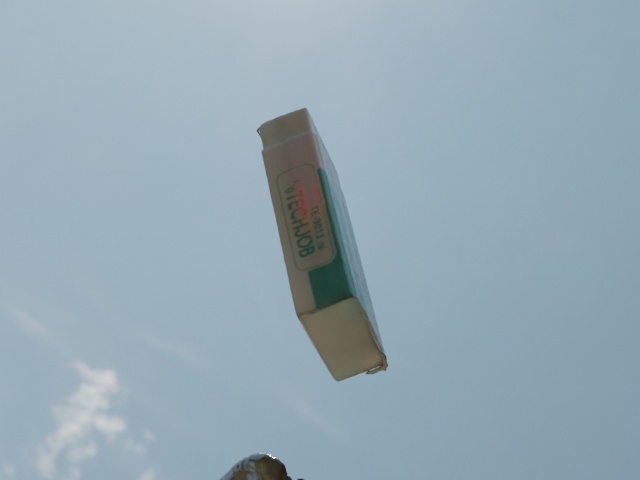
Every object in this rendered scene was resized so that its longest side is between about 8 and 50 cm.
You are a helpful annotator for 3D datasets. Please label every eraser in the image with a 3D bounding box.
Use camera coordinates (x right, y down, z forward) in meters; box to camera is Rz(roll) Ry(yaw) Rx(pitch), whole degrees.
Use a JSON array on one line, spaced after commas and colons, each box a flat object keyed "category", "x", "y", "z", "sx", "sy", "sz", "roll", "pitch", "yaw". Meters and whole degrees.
[{"category": "eraser", "x": 0.000, "y": 0.000, "z": 0.968, "sx": 0.052, "sy": 0.225, "sz": 0.095, "roll": -20, "pitch": -44, "yaw": 8}]

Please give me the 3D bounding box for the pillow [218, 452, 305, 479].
[{"category": "pillow", "x": 0.006, "y": 0.171, "z": 0.332, "sx": 0.217, "sy": 0.033, "sz": 0.130, "roll": 67, "pitch": -26, "yaw": 18}]
